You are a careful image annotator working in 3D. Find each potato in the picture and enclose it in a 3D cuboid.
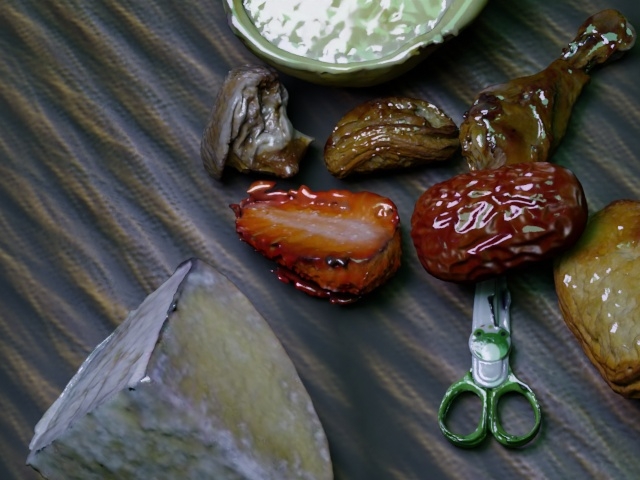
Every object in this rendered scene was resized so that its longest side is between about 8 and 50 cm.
[{"bbox_3d":[-0.116,0.191,1.714,0.264,0.211,0.189,42,35,-8],"label":"potato"},{"bbox_3d":[0.024,-0.295,1.871,0.330,0.213,0.280,21,85,3],"label":"potato"}]

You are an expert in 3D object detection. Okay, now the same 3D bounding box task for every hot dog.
[{"bbox_3d":[0.074,-0.107,1.825,0.147,0.065,0.099,-9,27,8],"label":"hot dog"},{"bbox_3d":[0.329,0.061,1.669,0.175,0.114,0.259,-34,29,2],"label":"hot dog"}]

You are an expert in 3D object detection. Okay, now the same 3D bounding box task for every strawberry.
[{"bbox_3d":[0.000,0.000,1.793,0.188,0.082,0.121,17,49,26],"label":"strawberry"}]

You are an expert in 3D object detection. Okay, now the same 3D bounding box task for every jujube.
[{"bbox_3d":[0.178,-0.019,1.722,0.176,0.109,0.112,-15,73,13],"label":"jujube"}]

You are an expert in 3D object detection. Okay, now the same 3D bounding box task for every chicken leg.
[{"bbox_3d":[0.240,-0.151,1.819,0.107,0.087,0.251,44,72,7],"label":"chicken leg"}]

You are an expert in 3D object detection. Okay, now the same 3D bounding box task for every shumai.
[{"bbox_3d":[-0.062,-0.118,1.838,0.116,0.145,0.145,17,67,-9],"label":"shumai"}]

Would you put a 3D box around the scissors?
[{"bbox_3d":[0.169,0.109,1.734,0.101,0.027,0.204,-1,64,8],"label":"scissors"}]
